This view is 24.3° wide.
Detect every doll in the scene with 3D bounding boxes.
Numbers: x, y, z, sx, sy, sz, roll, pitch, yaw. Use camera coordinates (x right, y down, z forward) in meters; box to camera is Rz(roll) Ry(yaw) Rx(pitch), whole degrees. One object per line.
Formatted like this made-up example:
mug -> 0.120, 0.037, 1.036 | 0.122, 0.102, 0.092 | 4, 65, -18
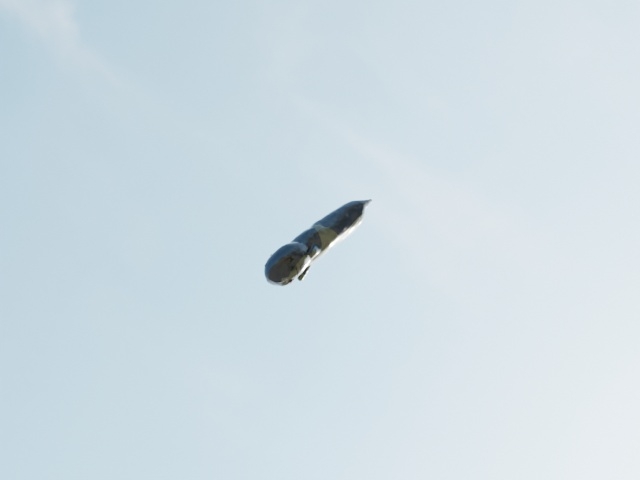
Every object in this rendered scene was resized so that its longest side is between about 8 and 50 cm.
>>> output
doll -> 0.000, 0.000, 1.149 | 0.125, 0.027, 0.037 | -35, -16, -41
